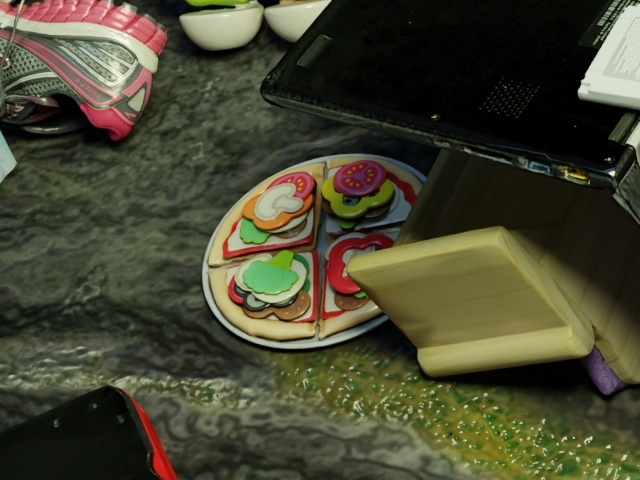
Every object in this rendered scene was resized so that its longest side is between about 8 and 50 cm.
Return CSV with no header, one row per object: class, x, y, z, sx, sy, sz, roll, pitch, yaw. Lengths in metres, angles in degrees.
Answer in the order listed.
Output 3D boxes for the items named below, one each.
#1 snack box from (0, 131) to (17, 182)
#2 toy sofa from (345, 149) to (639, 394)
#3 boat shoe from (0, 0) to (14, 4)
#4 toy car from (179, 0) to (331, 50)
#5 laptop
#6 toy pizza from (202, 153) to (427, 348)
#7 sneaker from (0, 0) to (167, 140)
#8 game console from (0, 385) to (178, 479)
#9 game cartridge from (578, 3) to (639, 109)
snack box,-0.390,-0.123,1.616,0.207,0.174,0.070,13,52,32
toy sofa,0.183,-0.060,1.369,0.150,0.177,0.363,-11,42,45
boat shoe,-0.323,-0.265,1.751,0.302,0.109,0.094,-33,7,-12
toy car,-0.048,-0.257,1.644,0.182,0.159,0.136,-4,13,19
laptop,0.246,-0.099,1.267,0.407,0.236,0.382,17,53,31
toy pizza,0.000,0.000,1.445,0.201,0.032,0.201,-11,46,12
sneaker,-0.283,-0.152,1.646,0.299,0.121,0.112,2,72,31
game console,-0.254,0.283,1.255,0.386,0.060,0.342,-24,38,-9
game cartridge,0.196,-0.109,1.111,0.056,0.017,0.083,11,50,31
